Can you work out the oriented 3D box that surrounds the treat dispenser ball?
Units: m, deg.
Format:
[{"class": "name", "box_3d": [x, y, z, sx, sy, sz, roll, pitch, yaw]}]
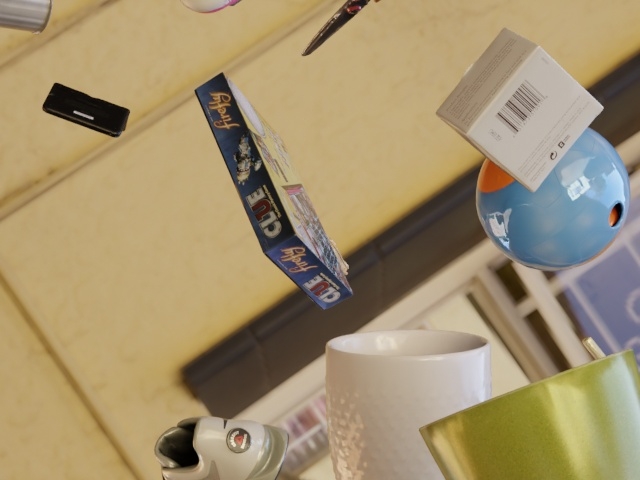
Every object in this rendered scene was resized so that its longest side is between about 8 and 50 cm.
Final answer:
[{"class": "treat dispenser ball", "box_3d": [0.439, -0.084, 2.335, 0.288, 0.288, 0.288, -35, -179, 1]}]

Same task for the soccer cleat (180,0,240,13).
[{"class": "soccer cleat", "box_3d": [-0.086, -0.428, 1.458, 0.331, 0.116, 0.143, -60, 158, -16]}]

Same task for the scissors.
[{"class": "scissors", "box_3d": [0.038, -0.272, 1.372, 0.109, 0.021, 0.297, 0, 165, -43]}]

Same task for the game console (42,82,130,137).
[{"class": "game console", "box_3d": [-0.358, -0.184, 1.875, 0.107, 0.122, 0.071, -81, -167, -52]}]

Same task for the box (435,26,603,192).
[{"class": "box", "box_3d": [0.318, -0.209, 1.981, 0.181, 0.182, 0.119, -51, -148, 6]}]

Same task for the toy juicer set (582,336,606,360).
[{"class": "toy juicer set", "box_3d": [0.398, 0.291, 1.843, 0.089, 0.209, 0.329, -46, 171, -29]}]

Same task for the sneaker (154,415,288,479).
[{"class": "sneaker", "box_3d": [-0.171, 0.309, 1.730, 0.330, 0.146, 0.122, 133, -25, -54]}]

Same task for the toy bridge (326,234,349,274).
[{"class": "toy bridge", "box_3d": [0.000, 0.000, 2.015, 0.026, 0.188, 0.063, -44, -139, -6]}]

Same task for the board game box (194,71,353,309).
[{"class": "board game box", "box_3d": [-0.053, -0.054, 1.389, 0.042, 0.243, 0.165, -30, 146, 9]}]

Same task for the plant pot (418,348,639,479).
[{"class": "plant pot", "box_3d": [0.296, 0.314, 1.466, 0.274, 0.294, 0.275, -20, 169, -4]}]

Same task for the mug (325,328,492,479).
[{"class": "mug", "box_3d": [0.124, 0.328, 2.100, 0.276, 0.328, 0.374, -4, -175, -31]}]

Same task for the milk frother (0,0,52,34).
[{"class": "milk frother", "box_3d": [-0.426, -0.301, 1.647, 0.134, 0.143, 0.129, 1, 171, -38]}]
